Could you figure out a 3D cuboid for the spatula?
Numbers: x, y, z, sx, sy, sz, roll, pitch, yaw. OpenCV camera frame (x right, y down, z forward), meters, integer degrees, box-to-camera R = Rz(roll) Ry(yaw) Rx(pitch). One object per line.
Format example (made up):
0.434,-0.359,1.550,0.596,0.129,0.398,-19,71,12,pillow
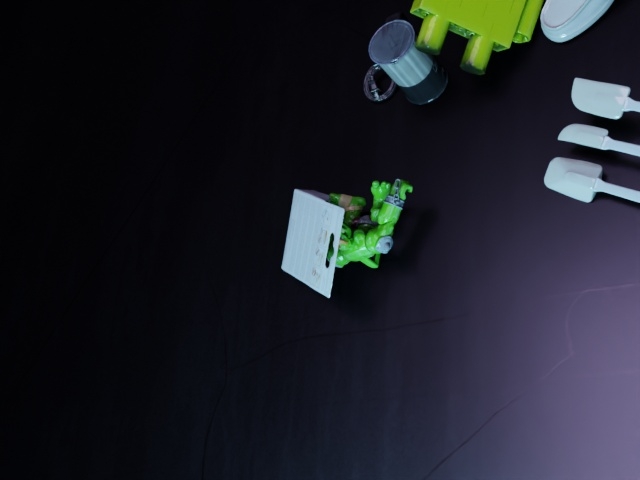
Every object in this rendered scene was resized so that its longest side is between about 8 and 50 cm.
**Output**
0.434,-0.120,1.078,0.242,0.019,0.168,24,101,39,spatula

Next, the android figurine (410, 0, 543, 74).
0.244,-0.410,1.237,0.056,0.248,0.272,-167,94,-73,android figurine

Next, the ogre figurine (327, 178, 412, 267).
0.068,-0.023,1.267,0.197,0.097,0.118,-8,63,32,ogre figurine

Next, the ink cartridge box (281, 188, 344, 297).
0.000,0.000,1.270,0.179,0.045,0.145,25,109,58,ink cartridge box

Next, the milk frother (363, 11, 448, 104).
0.119,-0.296,1.334,0.143,0.135,0.129,-34,53,18,milk frother

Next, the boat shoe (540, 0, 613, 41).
0.422,-0.436,1.194,0.277,0.096,0.098,-55,52,18,boat shoe
